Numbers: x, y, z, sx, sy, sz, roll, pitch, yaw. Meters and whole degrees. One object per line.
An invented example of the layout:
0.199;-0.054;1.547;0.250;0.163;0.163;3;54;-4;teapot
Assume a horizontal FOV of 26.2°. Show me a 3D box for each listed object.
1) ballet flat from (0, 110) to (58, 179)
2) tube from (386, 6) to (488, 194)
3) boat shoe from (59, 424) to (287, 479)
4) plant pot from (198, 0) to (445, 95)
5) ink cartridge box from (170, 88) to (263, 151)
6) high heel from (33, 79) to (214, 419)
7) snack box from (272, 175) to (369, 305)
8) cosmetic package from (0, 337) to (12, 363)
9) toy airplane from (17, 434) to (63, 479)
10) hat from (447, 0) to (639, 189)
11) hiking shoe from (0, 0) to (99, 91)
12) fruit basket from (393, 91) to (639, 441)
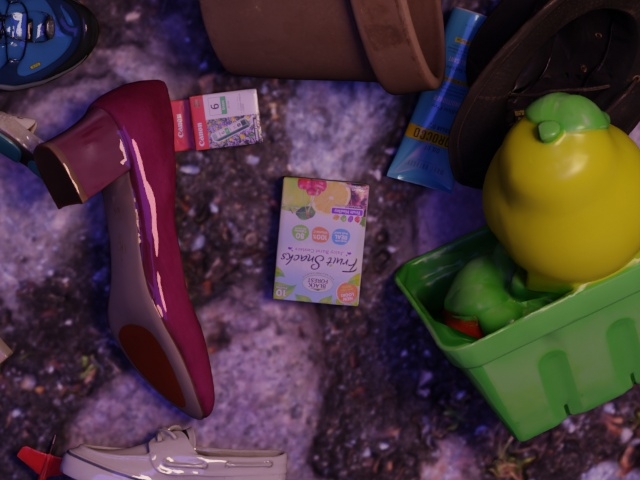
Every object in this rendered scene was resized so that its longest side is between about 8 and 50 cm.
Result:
-0.322;-0.106;1.549;0.168;0.057;0.052;37;63;-10;ballet flat
0.144;-0.161;1.578;0.080;0.052;0.207;17;98;-4;tube
-0.164;0.252;1.571;0.258;0.095;0.084;12;90;-16;boat shoe
-0.003;-0.267;1.472;0.229;0.263;0.263;-10;96;14;plant pot
-0.126;-0.135;1.565;0.115;0.029;0.063;-7;96;-4;ink cartridge box
-0.166;0.011;1.548;0.181;0.127;0.377;-38;117;-35;high heel
0.000;0.000;1.581;0.100;0.037;0.141;5;95;-4;snack box
-0.413;0.145;1.560;0.115;0.041;0.060;-41;96;0;cosmetic package
-0.326;0.299;1.586;0.151;0.028;0.151;-1;95;-6;toy airplane
0.253;-0.204;1.510;0.331;0.331;0.134;-29;56;-1;hat
-0.393;-0.215;1.485;0.304;0.132;0.113;-5;95;-6;hiking shoe
0.262;-0.011;1.470;0.392;0.283;0.392;-4;111;-11;fruit basket
